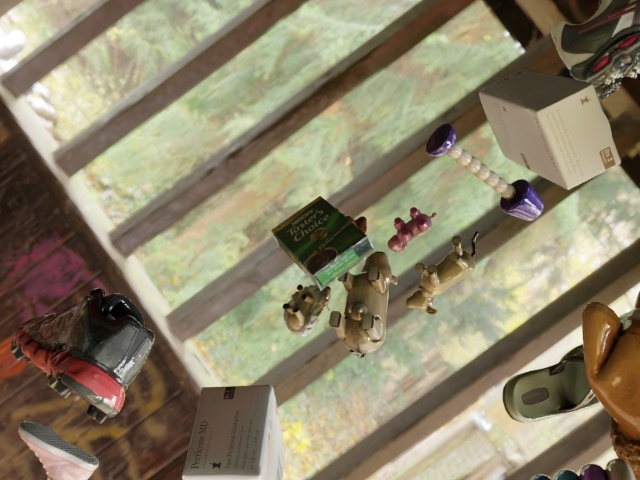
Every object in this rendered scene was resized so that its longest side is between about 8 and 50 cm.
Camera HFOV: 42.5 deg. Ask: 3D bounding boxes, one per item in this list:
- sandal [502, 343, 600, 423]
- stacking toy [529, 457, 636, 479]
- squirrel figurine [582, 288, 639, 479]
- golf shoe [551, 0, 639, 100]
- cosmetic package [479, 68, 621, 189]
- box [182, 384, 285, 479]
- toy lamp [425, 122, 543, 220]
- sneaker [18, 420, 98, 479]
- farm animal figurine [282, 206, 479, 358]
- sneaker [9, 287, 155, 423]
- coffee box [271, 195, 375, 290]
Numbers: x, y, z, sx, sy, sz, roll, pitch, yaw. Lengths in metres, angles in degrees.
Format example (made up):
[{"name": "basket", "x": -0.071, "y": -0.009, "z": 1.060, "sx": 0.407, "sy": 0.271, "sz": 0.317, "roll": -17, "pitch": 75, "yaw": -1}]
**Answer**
[{"name": "sandal", "x": 0.487, "y": 0.276, "z": 1.587, "sx": 0.120, "sy": 0.302, "sz": 0.086, "roll": 67, "pitch": -29, "yaw": 11}, {"name": "stacking toy", "x": 0.267, "y": 0.384, "z": 1.141, "sx": 0.141, "sy": 0.330, "sz": 0.141, "roll": -7, "pitch": 90, "yaw": -77}, {"name": "squirrel figurine", "x": 0.642, "y": 0.247, "z": 1.283, "sx": 0.281, "sy": 0.370, "sz": 0.397, "roll": -1, "pitch": 91, "yaw": -47}, {"name": "golf shoe", "x": 0.442, "y": -0.310, "z": 1.095, "sx": 0.120, "sy": 0.273, "sz": 0.105, "roll": 56, "pitch": -1, "yaw": 20}, {"name": "cosmetic package", "x": 0.304, "y": -0.158, "z": 1.122, "sx": 0.117, "sy": 0.085, "sz": 0.231, "roll": 63, "pitch": 2, "yaw": -17}, {"name": "box", "x": -0.129, "y": 0.352, "z": 1.289, "sx": 0.181, "sy": 0.119, "sz": 0.182, "roll": -86, "pitch": 171, "yaw": -53}, {"name": "toy lamp", "x": 0.331, "y": -0.128, "z": 1.621, "sx": 0.274, "sy": 0.080, "sz": 0.080, "roll": 34, "pitch": 10, "yaw": -23}, {"name": "sneaker", "x": -0.416, "y": 0.338, "z": 1.267, "sx": 0.134, "sy": 0.070, "sz": 0.051, "roll": 32, "pitch": 7, "yaw": -6}, {"name": "farm animal figurine", "x": 0.126, "y": 0.092, "z": 1.678, "sx": 0.330, "sy": 0.327, "sz": 0.172, "roll": 19, "pitch": -16, "yaw": 27}, {"name": "sneaker", "x": -0.284, "y": 0.122, "z": 0.996, "sx": 0.097, "sy": 0.135, "sz": 0.276, "roll": 47, "pitch": -22, "yaw": -29}, {"name": "coffee box", "x": 0.000, "y": 0.000, "z": 1.366, "sx": 0.040, "sy": 0.113, "sz": 0.184, "roll": 59, "pitch": -7, "yaw": -34}]
